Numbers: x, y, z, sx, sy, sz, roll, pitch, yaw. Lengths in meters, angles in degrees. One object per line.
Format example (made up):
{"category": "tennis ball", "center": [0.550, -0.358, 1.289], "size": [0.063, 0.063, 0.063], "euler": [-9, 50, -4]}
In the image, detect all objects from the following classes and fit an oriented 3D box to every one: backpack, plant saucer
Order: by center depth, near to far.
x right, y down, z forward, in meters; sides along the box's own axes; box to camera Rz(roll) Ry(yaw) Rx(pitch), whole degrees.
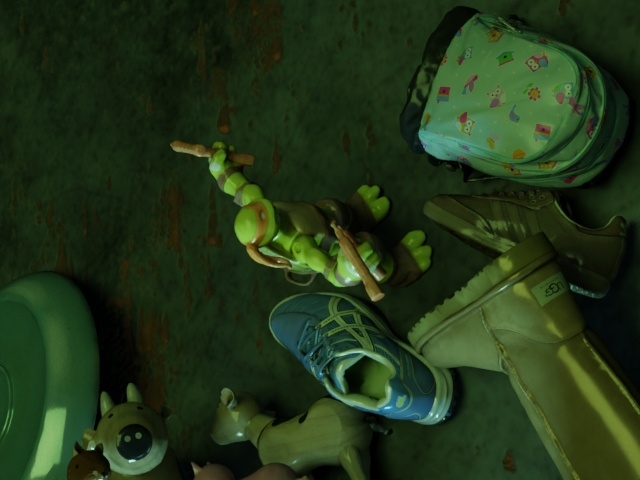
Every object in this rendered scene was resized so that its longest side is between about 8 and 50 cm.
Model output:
{"category": "backpack", "center": [0.163, -0.110, 1.455], "size": [0.182, 0.115, 0.152], "euler": [24, 98, 36]}
{"category": "plant saucer", "center": [-0.333, 0.182, 1.824], "size": [0.317, 0.043, 0.318], "euler": [-23, 59, 47]}

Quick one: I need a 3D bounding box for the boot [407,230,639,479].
{"category": "boot", "center": [0.190, 0.150, 1.408], "size": [0.269, 0.089, 0.236], "euler": [59, 160, 9]}

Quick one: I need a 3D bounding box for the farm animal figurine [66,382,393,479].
{"category": "farm animal figurine", "center": [-0.136, 0.218, 1.604], "size": [0.327, 0.330, 0.172], "euler": [-45, 58, 60]}

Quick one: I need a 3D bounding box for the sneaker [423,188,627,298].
{"category": "sneaker", "center": [0.177, -0.013, 1.477], "size": [0.188, 0.066, 0.071], "euler": [25, 84, 33]}

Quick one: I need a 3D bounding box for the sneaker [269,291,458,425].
{"category": "sneaker", "center": [0.026, 0.099, 1.565], "size": [0.211, 0.081, 0.080], "euler": [24, 102, 40]}

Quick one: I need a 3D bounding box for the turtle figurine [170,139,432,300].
{"category": "turtle figurine", "center": [0.000, 0.000, 1.508], "size": [0.269, 0.217, 0.087], "euler": [33, 106, 37]}
